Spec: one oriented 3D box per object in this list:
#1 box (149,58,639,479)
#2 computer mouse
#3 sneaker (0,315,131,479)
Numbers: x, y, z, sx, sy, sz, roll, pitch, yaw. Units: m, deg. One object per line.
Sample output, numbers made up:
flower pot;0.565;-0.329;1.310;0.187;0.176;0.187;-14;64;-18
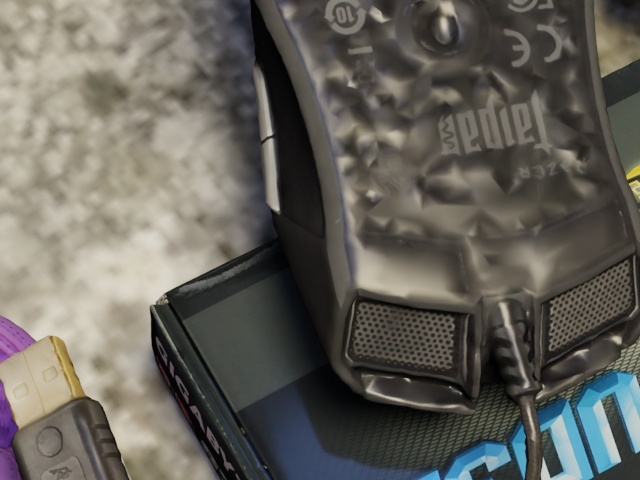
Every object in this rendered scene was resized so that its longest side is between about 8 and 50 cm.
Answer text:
box;0.087;0.048;0.532;0.220;0.051;0.175;-26;70;-15
computer mouse;0.000;0.000;0.491;0.184;0.060;0.262;-14;78;-14
sneaker;-0.091;0.104;0.453;0.095;0.104;0.236;-6;51;0
